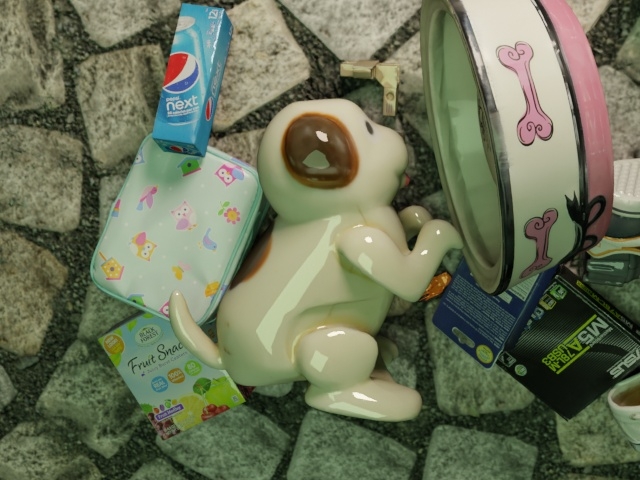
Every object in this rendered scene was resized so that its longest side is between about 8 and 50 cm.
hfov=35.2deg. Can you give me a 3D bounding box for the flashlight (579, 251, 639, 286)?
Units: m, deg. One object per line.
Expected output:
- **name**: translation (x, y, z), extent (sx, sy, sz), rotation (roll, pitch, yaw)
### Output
- **flashlight**: translation (0.528, 0.040, 1.430), extent (0.304, 0.103, 0.103), rotation (5, 150, 6)

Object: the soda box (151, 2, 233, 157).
- **soda box**: translation (-0.185, -0.233, 1.473), extent (0.067, 0.071, 0.210), rotation (9, 79, 9)

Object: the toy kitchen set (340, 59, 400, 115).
- **toy kitchen set**: translation (0.069, -0.221, 1.471), extent (0.083, 0.068, 0.075), rotation (5, 108, 11)

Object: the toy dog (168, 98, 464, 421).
- **toy dog**: translation (0.000, 0.000, 1.440), extent (0.396, 0.284, 0.407), rotation (8, 104, 1)

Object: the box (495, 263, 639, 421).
- **box**: translation (0.368, 0.157, 1.518), extent (0.184, 0.045, 0.190), rotation (41, 124, 0)

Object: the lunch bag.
- **lunch bag**: translation (-0.208, -0.010, 1.544), extent (0.224, 0.108, 0.279), rotation (23, 93, 3)

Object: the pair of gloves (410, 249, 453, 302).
- **pair of gloves**: translation (0.158, 0.054, 1.568), extent (0.074, 0.010, 0.083), rotation (-38, 94, 22)

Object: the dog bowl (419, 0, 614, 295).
- **dog bowl**: translation (0.247, -0.141, 1.301), extent (0.150, 0.408, 0.407), rotation (-12, 104, -1)

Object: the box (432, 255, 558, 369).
- **box**: translation (0.262, 0.065, 1.499), extent (0.136, 0.036, 0.225), rotation (41, 115, 37)

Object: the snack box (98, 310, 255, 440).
- **snack box**: translation (-0.236, 0.202, 1.666), extent (0.174, 0.070, 0.207), rotation (-29, 97, 18)

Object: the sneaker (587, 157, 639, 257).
- **sneaker**: translation (0.496, -0.047, 1.379), extent (0.321, 0.126, 0.127), rotation (-5, 131, -17)

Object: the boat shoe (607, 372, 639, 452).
- **boat shoe**: translation (0.580, 0.173, 1.444), extent (0.367, 0.136, 0.156), rotation (-28, 118, 25)
